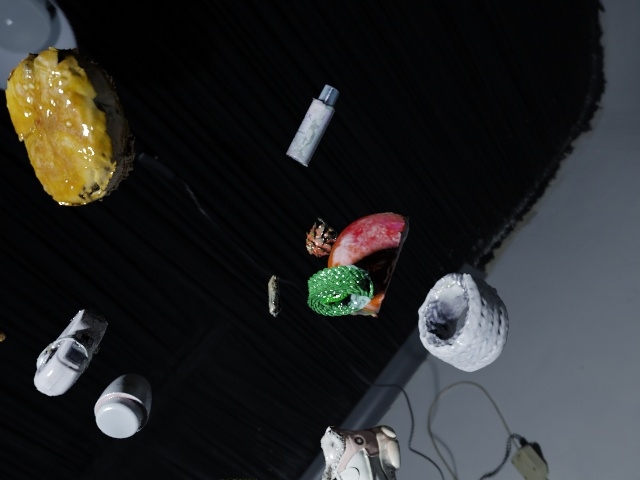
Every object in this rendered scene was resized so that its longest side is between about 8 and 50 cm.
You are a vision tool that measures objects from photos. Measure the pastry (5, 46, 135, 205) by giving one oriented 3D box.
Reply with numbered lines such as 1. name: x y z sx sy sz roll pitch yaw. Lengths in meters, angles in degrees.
1. pastry: -0.497 -0.230 1.158 0.255 0.311 0.162 -15 9 32

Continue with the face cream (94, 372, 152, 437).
1. face cream: -0.342 0.288 0.996 0.091 0.091 0.095 -32 21 14

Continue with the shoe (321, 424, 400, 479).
1. shoe: 0.095 0.632 1.416 0.351 0.198 0.172 -92 17 -47

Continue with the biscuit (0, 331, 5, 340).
1. biscuit: -0.966 0.247 1.483 0.224 0.144 0.033 -5 74 8

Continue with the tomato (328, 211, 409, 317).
1. tomato: 0.111 0.043 1.460 0.309 0.170 0.309 17 -90 -89

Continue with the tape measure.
1. tape measure: -0.694 0.324 1.552 0.236 0.120 0.197 -48 23 8

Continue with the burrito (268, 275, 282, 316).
1. burrito: -0.152 0.183 1.870 0.042 0.051 0.171 0 34 -10

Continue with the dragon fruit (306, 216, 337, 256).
1. dragon fruit: 0.002 -0.004 2.170 0.142 0.130 0.121 -32 20 41

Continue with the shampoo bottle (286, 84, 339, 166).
1. shampoo bottle: -0.016 -0.306 1.499 0.072 0.072 0.214 27 90 57

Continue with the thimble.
1. thimble: 0.388 0.219 1.551 0.217 0.157 0.246 1 66 54

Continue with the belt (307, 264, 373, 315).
1. belt: 0.043 0.100 1.220 0.151 0.121 0.079 -26 49 38

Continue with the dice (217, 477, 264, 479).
1. dice: -0.207 0.787 1.460 0.254 0.250 0.252 3 10 -5
